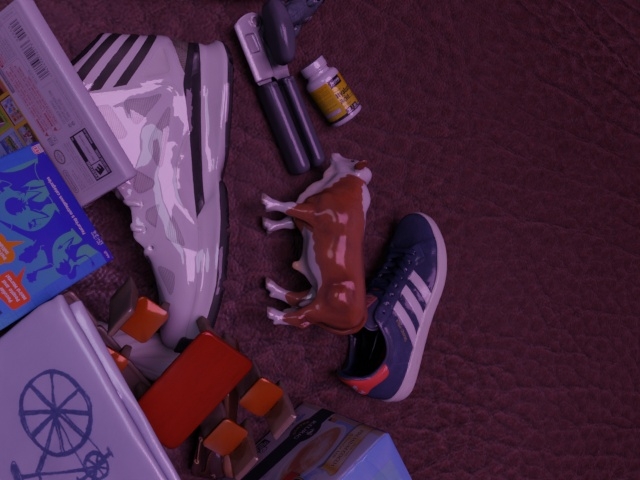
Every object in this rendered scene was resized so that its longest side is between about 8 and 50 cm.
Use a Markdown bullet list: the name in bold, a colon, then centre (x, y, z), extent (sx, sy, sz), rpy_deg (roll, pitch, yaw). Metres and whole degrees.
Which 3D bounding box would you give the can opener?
- **can opener**: centre (-0.062, -0.248, 0.952), extent (0.074, 0.093, 0.280), rpy_deg (-28, 107, -32)

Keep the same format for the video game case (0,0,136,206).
- **video game case**: centre (-0.357, -0.133, 0.689), extent (0.227, 0.206, 0.026), rpy_deg (61, 23, -11)

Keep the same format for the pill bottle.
- **pill bottle**: centre (0.016, -0.264, 1.013), extent (0.065, 0.065, 0.116), rpy_deg (-48, 111, -26)

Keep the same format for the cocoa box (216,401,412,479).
- **cocoa box**: centre (-0.036, 0.451, 0.838), extent (0.347, 0.228, 0.231), rpy_deg (-35, 106, -30)

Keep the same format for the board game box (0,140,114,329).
- **board game box**: centre (-0.357, 0.009, 0.614), extent (0.210, 0.047, 0.160), rpy_deg (-41, 109, -39)

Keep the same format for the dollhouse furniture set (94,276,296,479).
- **dollhouse furniture set**: centre (-0.195, 0.221, 0.696), extent (0.262, 0.135, 0.259), rpy_deg (41, 94, -24)

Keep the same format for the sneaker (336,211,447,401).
- **sneaker**: centre (0.118, 0.105, 1.018), extent (0.148, 0.131, 0.350), rpy_deg (20, 76, -32)

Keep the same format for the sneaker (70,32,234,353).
- **sneaker**: centre (-0.263, -0.068, 0.793), extent (0.257, 0.169, 0.447), rpy_deg (2, 85, -19)

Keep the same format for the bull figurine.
- **bull figurine**: centre (0.000, 0.000, 0.937), extent (0.188, 0.101, 0.310), rpy_deg (-2, 81, -6)

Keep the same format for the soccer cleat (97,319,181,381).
- **soccer cleat**: centre (-0.251, 0.155, 0.817), extent (0.196, 0.068, 0.076), rpy_deg (41, 60, -31)

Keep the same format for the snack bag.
- **snack bag**: centre (-0.318, 0.280, 0.615), extent (0.342, 0.037, 0.323), rpy_deg (-34, 84, 9)

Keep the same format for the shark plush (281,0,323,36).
- **shark plush**: centre (-0.018, -0.403, 0.997), extent (0.161, 0.067, 0.073), rpy_deg (-31, 104, -30)

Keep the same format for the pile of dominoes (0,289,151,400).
- **pile of dominoes**: centre (-0.332, 0.207, 0.750), extent (0.196, 0.040, 0.251), rpy_deg (-33, 113, -7)

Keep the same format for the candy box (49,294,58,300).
- **candy box**: centre (-0.500, 0.026, 0.597), extent (0.317, 0.122, 0.268), rpy_deg (-35, 105, -39)

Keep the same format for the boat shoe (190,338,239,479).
- **boat shoe**: centre (-0.160, 0.252, 0.864), extent (0.073, 0.073, 0.207), rpy_deg (1, 78, 7)
